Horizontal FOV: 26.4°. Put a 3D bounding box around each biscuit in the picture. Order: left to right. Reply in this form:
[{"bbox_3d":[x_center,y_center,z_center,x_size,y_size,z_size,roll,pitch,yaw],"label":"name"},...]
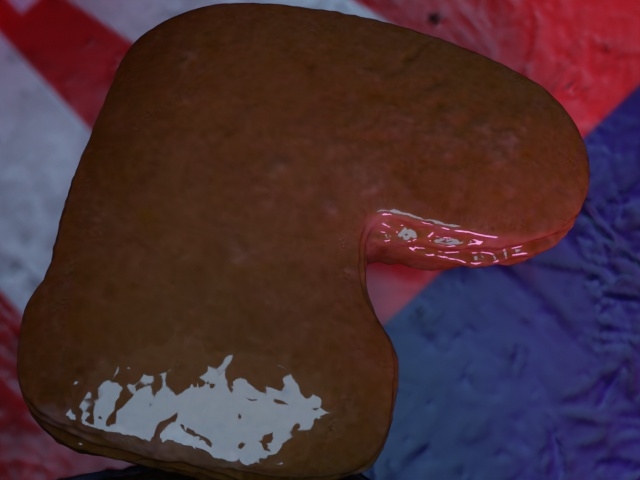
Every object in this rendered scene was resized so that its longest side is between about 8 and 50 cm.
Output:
[{"bbox_3d":[0.000,0.000,0.494,0.186,0.036,0.192,15,64,0],"label":"biscuit"}]

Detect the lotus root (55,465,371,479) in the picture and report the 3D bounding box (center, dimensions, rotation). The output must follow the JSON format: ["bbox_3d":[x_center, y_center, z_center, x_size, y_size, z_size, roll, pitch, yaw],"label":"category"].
[{"bbox_3d":[-0.029,0.203,0.442,0.272,0.192,0.272,0,92,-8],"label":"lotus root"}]
